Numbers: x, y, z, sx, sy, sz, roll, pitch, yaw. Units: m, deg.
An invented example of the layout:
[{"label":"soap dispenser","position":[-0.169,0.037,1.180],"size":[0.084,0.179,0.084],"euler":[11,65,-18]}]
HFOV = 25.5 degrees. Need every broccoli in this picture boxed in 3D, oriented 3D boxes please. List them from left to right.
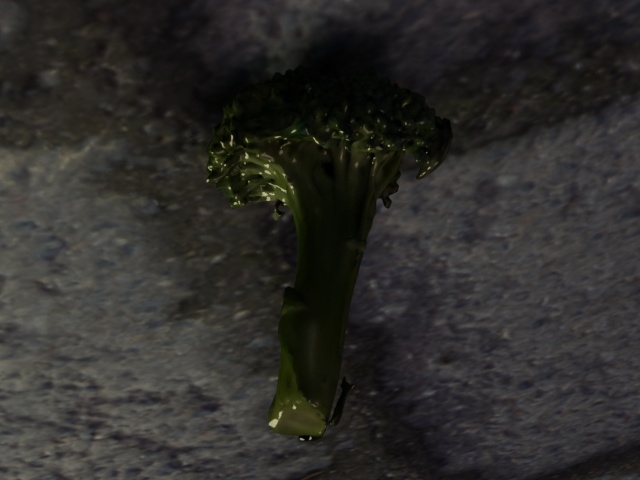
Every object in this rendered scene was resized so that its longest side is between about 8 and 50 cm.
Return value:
[{"label":"broccoli","position":[-0.001,0.001,0.718],"size":[0.122,0.204,0.118],"euler":[5,146,-4]}]
